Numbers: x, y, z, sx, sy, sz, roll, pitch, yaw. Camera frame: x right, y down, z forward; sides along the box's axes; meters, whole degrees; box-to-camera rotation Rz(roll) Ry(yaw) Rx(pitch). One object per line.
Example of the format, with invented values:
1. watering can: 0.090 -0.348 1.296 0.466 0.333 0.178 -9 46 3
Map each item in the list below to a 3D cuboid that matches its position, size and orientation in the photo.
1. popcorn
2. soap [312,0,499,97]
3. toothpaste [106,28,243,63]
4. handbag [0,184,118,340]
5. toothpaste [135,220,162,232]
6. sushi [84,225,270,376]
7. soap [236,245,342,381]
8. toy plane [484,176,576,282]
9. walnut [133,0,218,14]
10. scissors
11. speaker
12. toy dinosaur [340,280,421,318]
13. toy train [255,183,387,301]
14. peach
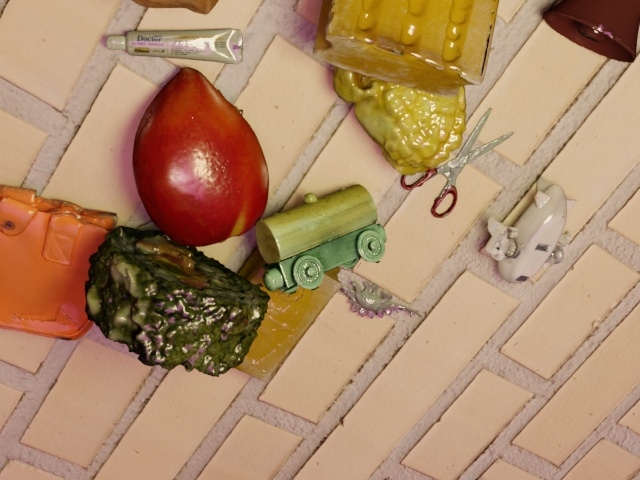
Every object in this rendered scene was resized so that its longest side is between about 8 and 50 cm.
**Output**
1. popcorn: 0.176 -0.279 1.479 0.225 0.174 0.286 -40 104 -4
2. soap: 0.162 -0.449 1.321 0.293 0.156 0.335 12 82 -16
3. toothpaste: -0.275 -0.372 1.445 0.255 0.037 0.067 -1 111 -10
4. handbag: -0.646 0.032 1.556 0.410 0.116 0.303 14 114 -14
5. toothpaste: -0.333 0.063 1.654 0.060 0.038 0.233 -22 114 0
6. sushi: -0.292 0.114 1.455 0.294 0.352 0.178 11 104 -52
7. soap: -0.114 0.151 1.696 0.199 0.091 0.315 32 109 -21
8. toy plane: 0.464 -0.016 1.673 0.245 0.117 0.244 -14 129 -18
9. walnut: -0.240 -0.537 1.225 0.306 0.306 0.344 -15 102 1
10. scissors: 0.299 -0.168 1.628 0.144 0.017 0.248 40 104 -23
11. speaker: 0.620 -0.490 1.419 0.259 0.198 0.329 35 100 -2
12. toy dinosaur: 0.133 0.144 1.746 0.209 0.039 0.082 17 116 -3
13. toy train: -0.004 0.000 1.567 0.307 0.126 0.189 -22 85 -30
14. peach: -0.232 -0.143 1.472 0.258 0.201 0.361 -6 116 -3
